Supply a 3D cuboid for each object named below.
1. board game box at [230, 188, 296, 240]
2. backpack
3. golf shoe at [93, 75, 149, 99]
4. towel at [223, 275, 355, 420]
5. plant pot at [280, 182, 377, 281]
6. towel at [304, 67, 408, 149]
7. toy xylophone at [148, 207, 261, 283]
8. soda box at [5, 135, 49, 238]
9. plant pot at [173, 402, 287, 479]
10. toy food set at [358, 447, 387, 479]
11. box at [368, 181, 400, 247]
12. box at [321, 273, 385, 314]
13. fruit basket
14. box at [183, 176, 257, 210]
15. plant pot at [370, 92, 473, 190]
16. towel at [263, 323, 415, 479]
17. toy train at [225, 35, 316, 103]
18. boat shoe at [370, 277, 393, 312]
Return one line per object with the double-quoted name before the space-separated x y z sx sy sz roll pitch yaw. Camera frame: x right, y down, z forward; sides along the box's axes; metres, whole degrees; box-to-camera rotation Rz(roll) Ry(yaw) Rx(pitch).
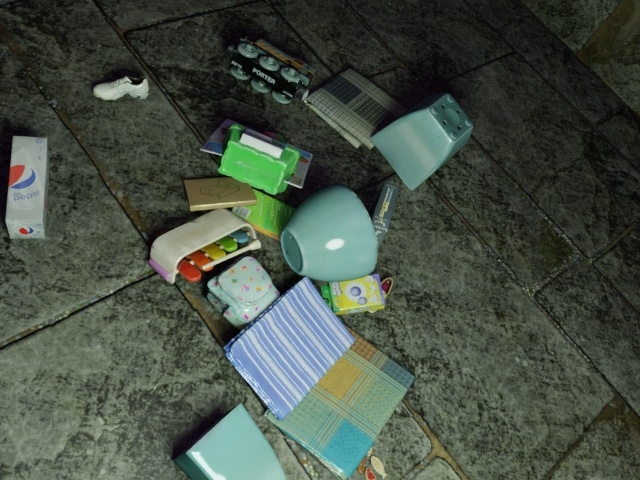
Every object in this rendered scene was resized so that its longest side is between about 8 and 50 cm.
"board game box" -0.144 -0.069 1.864 0.259 0.039 0.124 23 54 -1
"backpack" -0.205 0.151 1.639 0.188 0.144 0.166 48 52 3
"golf shoe" -0.649 -0.507 1.926 0.176 0.086 0.069 -11 65 -24
"towel" -0.072 0.279 1.581 0.336 0.040 0.243 -41 96 -36
"plant pot" 0.000 0.000 1.706 0.195 0.290 0.290 -20 68 -26
"towel" 0.144 -0.496 2.242 0.324 0.056 0.312 39 51 9
"toy xylophone" -0.316 0.016 1.674 0.323 0.081 0.236 -23 44 -30
"soda box" -0.804 -0.149 1.633 0.091 0.098 0.286 0 60 -20
"plant pot" -0.193 0.538 1.388 0.234 0.165 0.166 49 56 4
"toy food set" 0.115 0.578 1.556 0.078 0.019 0.122 -17 66 -29
"box" 0.171 -0.042 1.840 0.059 0.232 0.183 22 54 1
"box" 0.096 0.163 1.779 0.179 0.043 0.105 -9 60 -3
"fruit basket" -0.185 -0.294 1.893 0.327 0.165 0.353 22 31 -4
"box" -0.308 -0.147 1.810 0.201 0.021 0.164 -7 36 -17
"plant pot" 0.386 -0.375 2.088 0.247 0.252 0.248 -40 93 -35
"towel" 0.061 0.426 1.609 0.271 0.040 0.370 36 53 12
"toy train" -0.176 -0.625 2.153 0.334 0.142 0.190 30 42 2
"boat shoe" 0.182 0.164 1.829 0.050 0.045 0.135 33 54 2
